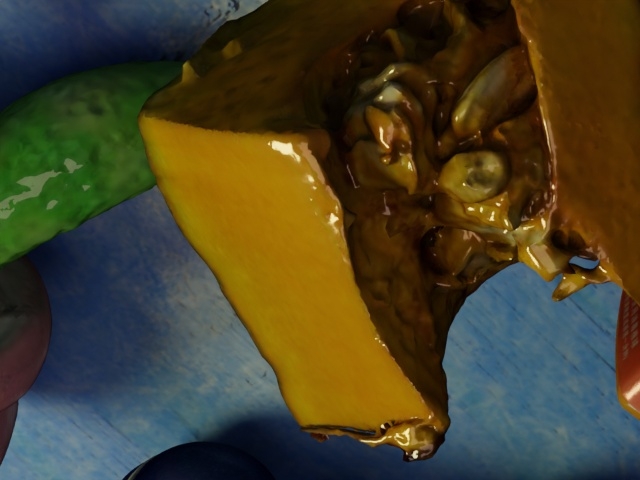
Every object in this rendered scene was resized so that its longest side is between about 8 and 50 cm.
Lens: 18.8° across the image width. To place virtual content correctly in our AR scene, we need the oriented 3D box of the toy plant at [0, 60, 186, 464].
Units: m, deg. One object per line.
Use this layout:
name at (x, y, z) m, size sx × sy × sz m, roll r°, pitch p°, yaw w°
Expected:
toy plant at (-0.250, 0.023, 1.255) m, size 0.317 × 0.210 × 0.356 m, roll -1°, pitch 127°, yaw -29°

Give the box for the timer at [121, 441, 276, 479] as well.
timer at (0.023, 0.262, 1.342) m, size 0.383 × 0.270 × 0.270 m, roll 24°, pitch 126°, yaw 8°

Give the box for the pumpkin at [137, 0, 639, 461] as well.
pumpkin at (0.071, -0.042, 1.104) m, size 0.303 × 0.256 × 0.225 m, roll -27°, pitch 113°, yaw -3°

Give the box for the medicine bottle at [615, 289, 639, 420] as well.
medicine bottle at (0.284, 0.019, 1.164) m, size 0.112 × 0.149 × 0.222 m, roll 32°, pitch 123°, yaw -11°
